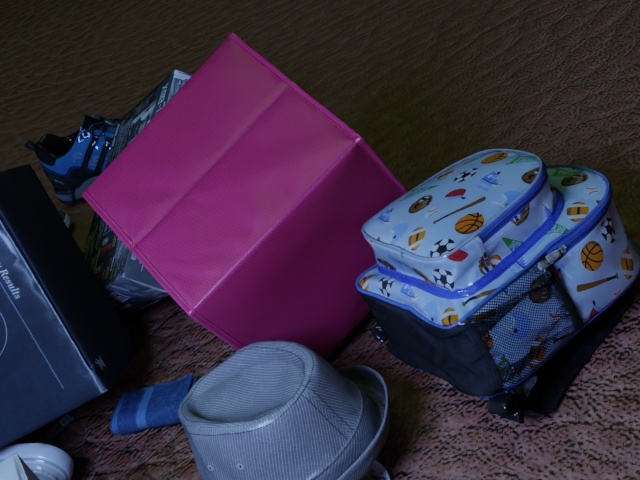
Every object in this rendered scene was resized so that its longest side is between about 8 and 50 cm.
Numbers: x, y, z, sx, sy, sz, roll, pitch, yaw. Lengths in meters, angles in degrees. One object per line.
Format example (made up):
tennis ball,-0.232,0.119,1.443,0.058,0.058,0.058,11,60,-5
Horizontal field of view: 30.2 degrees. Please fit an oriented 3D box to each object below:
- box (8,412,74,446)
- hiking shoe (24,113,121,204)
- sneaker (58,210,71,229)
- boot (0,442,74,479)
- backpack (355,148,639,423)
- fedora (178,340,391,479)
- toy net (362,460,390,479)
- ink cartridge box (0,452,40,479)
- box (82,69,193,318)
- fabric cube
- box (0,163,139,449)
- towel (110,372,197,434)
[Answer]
box,-0.403,0.265,1.577,0.094,0.027,0.137,11,51,50
hiking shoe,-0.359,-0.164,2.057,0.304,0.132,0.113,-22,32,16
sneaker,-0.545,-0.020,1.986,0.226,0.163,0.086,-35,29,-9
boot,-0.411,0.338,1.434,0.258,0.095,0.123,-25,36,27
backpack,0.191,0.020,1.253,0.263,0.213,0.276,-30,26,-18
fedora,-0.060,0.191,1.236,0.275,0.124,0.244,-8,36,53
toy net,0.061,0.262,1.156,0.122,0.045,0.232,-34,30,-3
ink cartridge box,-0.282,0.361,1.128,0.171,0.233,0.168,-35,31,-7
box,-0.248,-0.056,1.658,0.242,0.076,0.307,-26,49,58
fabric cube,-0.066,-0.031,1.375,0.258,0.254,0.259,-48,53,0
box,-0.481,0.128,1.473,0.395,0.293,0.212,-28,6,7
towel,-0.208,0.207,1.487,0.119,0.029,0.067,-15,35,25
